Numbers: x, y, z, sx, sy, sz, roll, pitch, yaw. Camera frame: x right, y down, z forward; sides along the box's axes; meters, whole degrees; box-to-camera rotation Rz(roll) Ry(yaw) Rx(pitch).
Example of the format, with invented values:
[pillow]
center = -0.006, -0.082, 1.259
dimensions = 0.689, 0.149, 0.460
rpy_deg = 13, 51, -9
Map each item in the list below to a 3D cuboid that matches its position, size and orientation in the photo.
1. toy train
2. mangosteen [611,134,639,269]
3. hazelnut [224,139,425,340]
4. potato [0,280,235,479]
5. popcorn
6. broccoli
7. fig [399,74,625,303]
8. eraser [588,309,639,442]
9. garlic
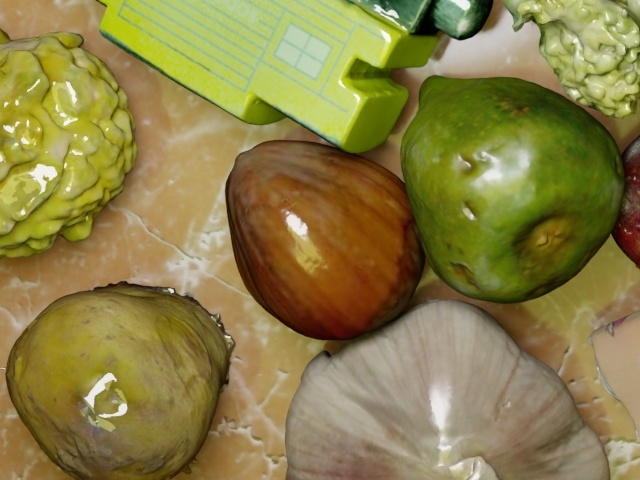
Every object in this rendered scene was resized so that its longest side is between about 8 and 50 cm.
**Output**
[toy train]
center = -0.062, -0.260, 1.821
dimensions = 0.442, 0.179, 0.272
rpy_deg = 32, 106, 16
[mangosteen]
center = 0.356, -0.044, 1.800
dimensions = 0.166, 0.166, 0.180
rpy_deg = 46, 142, 1
[hazelnut]
center = 0.007, -0.008, 1.847
dimensions = 0.186, 0.210, 0.210
rpy_deg = -7, 96, -3
[potato]
center = -0.203, 0.149, 1.875
dimensions = 0.229, 0.266, 0.229
rpy_deg = 0, 94, 6
[popcorn]
center = -0.310, -0.101, 1.889
dimensions = 0.259, 0.212, 0.259
rpy_deg = 0, 99, 1
[broccoli]
center = 0.335, -0.260, 1.712
dimensions = 0.347, 0.281, 0.293
rpy_deg = -10, 99, -17
[fig]
center = 0.150, -0.080, 1.805
dimensions = 0.206, 0.206, 0.275
rpy_deg = -42, 46, 11
[eraser]
center = 0.394, 0.108, 1.783
dimensions = 0.290, 0.087, 0.171
rpy_deg = -30, 95, 51
[garlic]
center = 0.114, 0.221, 1.863
dimensions = 0.322, 0.241, 0.322
rpy_deg = 7, 105, 28
